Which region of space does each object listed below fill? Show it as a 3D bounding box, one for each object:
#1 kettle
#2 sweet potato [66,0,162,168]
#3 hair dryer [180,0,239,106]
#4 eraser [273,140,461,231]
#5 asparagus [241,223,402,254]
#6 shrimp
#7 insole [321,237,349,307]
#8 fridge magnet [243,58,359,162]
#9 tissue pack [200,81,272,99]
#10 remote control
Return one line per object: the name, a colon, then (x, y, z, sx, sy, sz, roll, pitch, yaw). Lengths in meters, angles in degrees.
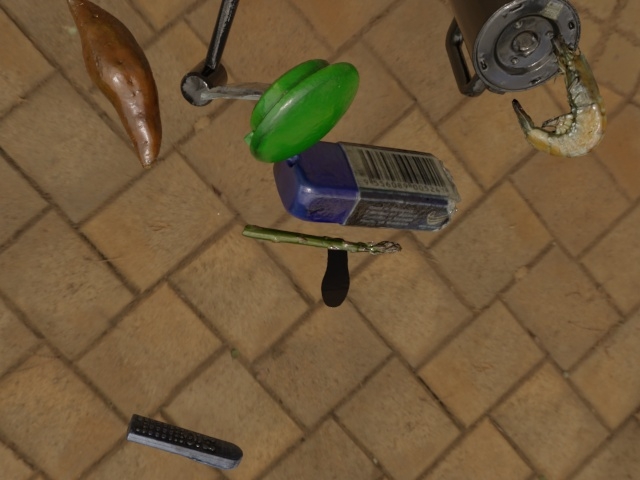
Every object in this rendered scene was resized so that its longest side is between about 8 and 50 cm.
kettle: (0.375, -0.449, 1.359, 0.203, 0.307, 0.262, -10, 135, 2)
sweet potato: (-0.371, -0.313, 1.226, 0.112, 0.112, 0.359, -30, 96, -6)
hair dryer: (-0.197, -0.381, 1.270, 0.071, 0.114, 0.248, 25, 123, -4)
eraser: (0.089, -0.098, 1.208, 0.332, 0.101, 0.155, 2, 48, -25)
asparagus: (0.000, 0.001, 1.005, 0.249, 0.024, 0.025, 7, 94, 12)
shrimp: (0.422, -0.251, 1.183, 0.150, 0.051, 0.217, -15, 93, 33)
insole: (0.028, 0.058, 1.219, 0.053, 0.002, 0.152, 5, 56, -4)
fridge magnet: (-0.028, -0.199, 1.015, 0.208, 0.208, 0.088, -38, 81, -6)
tissue pack: (-0.128, -0.275, 1.218, 0.123, 0.193, 0.026, 9, 110, 14)
remote control: (-0.174, 0.262, 0.849, 0.153, 0.043, 0.027, 23, 110, -14)
